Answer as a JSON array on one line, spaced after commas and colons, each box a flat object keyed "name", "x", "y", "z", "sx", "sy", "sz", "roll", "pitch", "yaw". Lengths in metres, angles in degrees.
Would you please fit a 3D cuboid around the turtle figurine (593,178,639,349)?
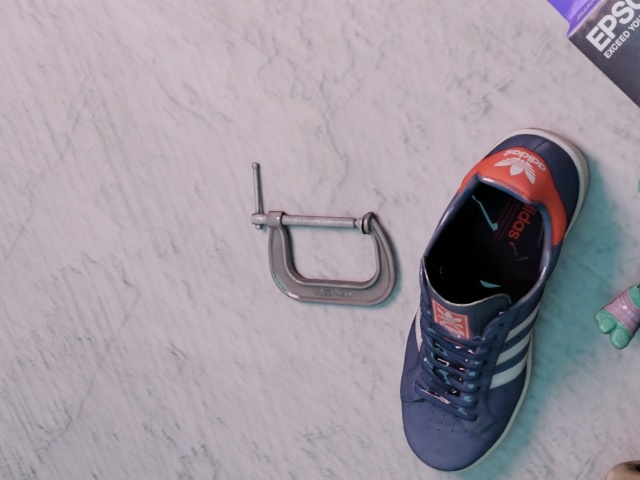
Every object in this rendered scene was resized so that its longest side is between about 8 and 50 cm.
[{"name": "turtle figurine", "x": 0.335, "y": 0.020, "z": 1.148, "sx": 0.175, "sy": 0.118, "sz": 0.234, "roll": 49, "pitch": 136, "yaw": 23}]

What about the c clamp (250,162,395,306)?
[{"name": "c clamp", "x": 0.000, "y": 0.000, "z": 1.364, "sx": 0.161, "sy": 0.022, "sz": 0.137, "roll": 9, "pitch": 108, "yaw": 25}]

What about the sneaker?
[{"name": "sneaker", "x": 0.130, "y": 0.070, "z": 1.246, "sx": 0.131, "sy": 0.148, "sz": 0.350, "roll": 21, "pitch": 113, "yaw": 20}]

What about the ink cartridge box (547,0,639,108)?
[{"name": "ink cartridge box", "x": 0.306, "y": -0.211, "z": 1.136, "sx": 0.208, "sy": 0.045, "sz": 0.206, "roll": 46, "pitch": 120, "yaw": 10}]

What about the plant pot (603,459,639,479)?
[{"name": "plant pot", "x": 0.316, "y": 0.363, "z": 1.168, "sx": 0.334, "sy": 0.334, "sz": 0.305, "roll": 17, "pitch": 100, "yaw": 22}]
